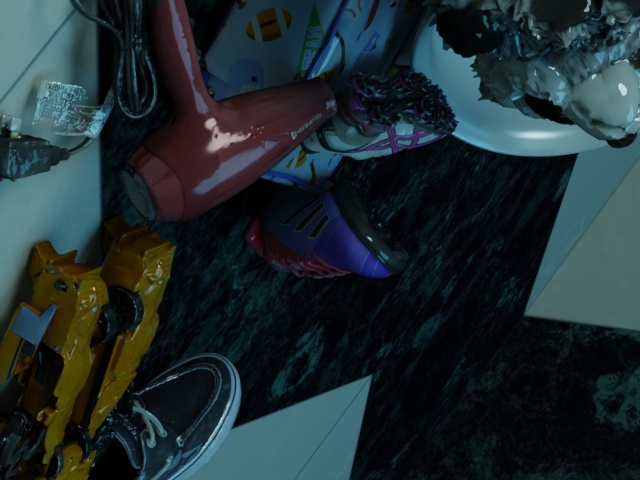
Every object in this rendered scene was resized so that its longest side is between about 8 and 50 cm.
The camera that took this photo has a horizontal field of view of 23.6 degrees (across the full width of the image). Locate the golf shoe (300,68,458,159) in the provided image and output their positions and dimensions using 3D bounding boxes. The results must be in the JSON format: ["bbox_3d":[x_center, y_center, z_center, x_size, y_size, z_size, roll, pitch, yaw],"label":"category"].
[{"bbox_3d":[0.053,-0.111,1.392,0.086,0.067,0.186,-34,163,33],"label":"golf shoe"}]

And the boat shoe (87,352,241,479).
[{"bbox_3d":[-0.201,0.218,1.621,0.301,0.108,0.102,-39,157,-22],"label":"boat shoe"}]

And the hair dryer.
[{"bbox_3d":[-0.103,-0.114,1.205,0.293,0.080,0.223,8,118,-43],"label":"hair dryer"}]

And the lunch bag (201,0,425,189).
[{"bbox_3d":[0.001,-0.189,1.422,0.303,0.115,0.243,-59,164,7],"label":"lunch bag"}]

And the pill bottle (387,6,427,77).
[{"bbox_3d":[0.113,-0.208,1.640,0.119,0.119,0.208,-54,161,-5],"label":"pill bottle"}]

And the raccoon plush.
[{"bbox_3d":[0.189,-0.296,1.222,0.299,0.216,0.446,22,65,-82],"label":"raccoon plush"}]

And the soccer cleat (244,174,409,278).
[{"bbox_3d":[0.000,0.000,1.552,0.116,0.108,0.318,-39,-163,-3],"label":"soccer cleat"}]

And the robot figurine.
[{"bbox_3d":[-0.235,0.126,1.409,0.211,0.085,0.291,-22,141,-57],"label":"robot figurine"}]

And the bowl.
[{"bbox_3d":[0.227,-0.224,1.464,0.298,0.298,0.134,96,-9,-53],"label":"bowl"}]
